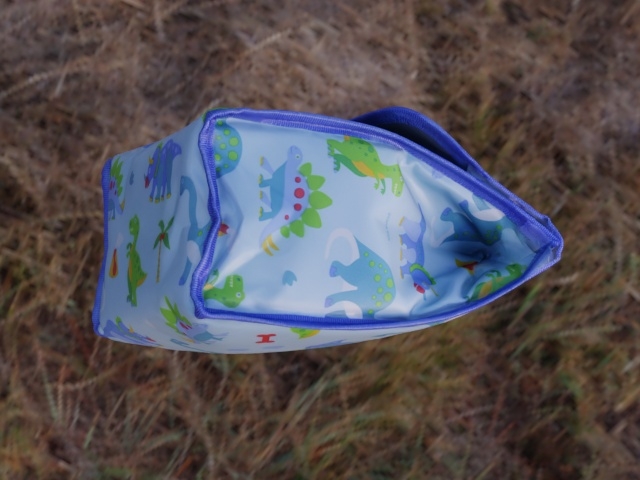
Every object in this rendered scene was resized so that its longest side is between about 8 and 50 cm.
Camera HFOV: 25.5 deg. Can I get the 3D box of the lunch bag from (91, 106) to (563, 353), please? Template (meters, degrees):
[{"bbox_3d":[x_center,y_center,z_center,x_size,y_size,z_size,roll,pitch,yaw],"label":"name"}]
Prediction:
[{"bbox_3d":[0.000,0.000,0.562,0.151,0.129,0.096,8,82,-24],"label":"lunch bag"}]
